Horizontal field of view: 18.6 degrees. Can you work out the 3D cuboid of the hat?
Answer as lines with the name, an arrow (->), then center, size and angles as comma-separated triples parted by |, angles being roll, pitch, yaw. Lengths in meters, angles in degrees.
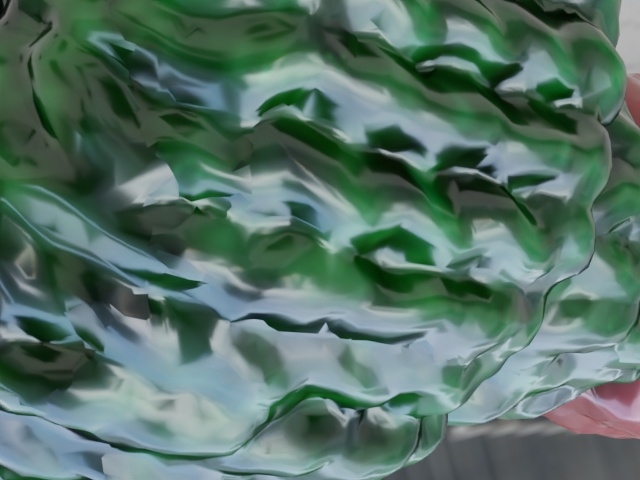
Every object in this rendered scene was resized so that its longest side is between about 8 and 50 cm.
hat -> 0.000, 0.000, 0.543 | 0.332, 0.242, 0.274 | 19, 176, -37
